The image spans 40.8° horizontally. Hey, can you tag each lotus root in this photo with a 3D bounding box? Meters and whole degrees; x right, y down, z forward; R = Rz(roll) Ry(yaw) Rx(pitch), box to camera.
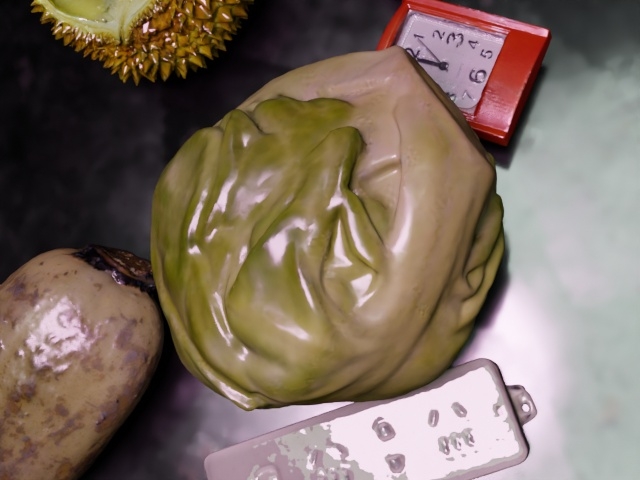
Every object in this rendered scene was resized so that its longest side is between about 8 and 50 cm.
[{"bbox_3d":[-0.263,0.146,0.823,0.173,0.173,0.309,34,97,17],"label":"lotus root"}]

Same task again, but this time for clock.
[{"bbox_3d":[0.128,-0.162,0.826,0.155,0.061,0.113,22,86,20],"label":"clock"}]

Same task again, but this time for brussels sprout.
[{"bbox_3d":[0.000,0.000,0.734,0.328,0.247,0.328,-1,85,18],"label":"brussels sprout"}]

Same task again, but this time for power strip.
[{"bbox_3d":[0.031,0.200,0.783,0.338,0.058,0.098,-22,76,10],"label":"power strip"}]

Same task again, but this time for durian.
[{"bbox_3d":[-0.158,-0.271,0.855,0.200,0.176,0.237,44,98,7],"label":"durian"}]
